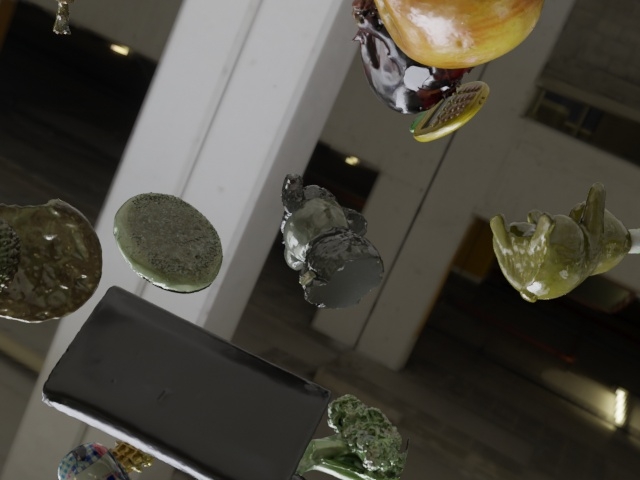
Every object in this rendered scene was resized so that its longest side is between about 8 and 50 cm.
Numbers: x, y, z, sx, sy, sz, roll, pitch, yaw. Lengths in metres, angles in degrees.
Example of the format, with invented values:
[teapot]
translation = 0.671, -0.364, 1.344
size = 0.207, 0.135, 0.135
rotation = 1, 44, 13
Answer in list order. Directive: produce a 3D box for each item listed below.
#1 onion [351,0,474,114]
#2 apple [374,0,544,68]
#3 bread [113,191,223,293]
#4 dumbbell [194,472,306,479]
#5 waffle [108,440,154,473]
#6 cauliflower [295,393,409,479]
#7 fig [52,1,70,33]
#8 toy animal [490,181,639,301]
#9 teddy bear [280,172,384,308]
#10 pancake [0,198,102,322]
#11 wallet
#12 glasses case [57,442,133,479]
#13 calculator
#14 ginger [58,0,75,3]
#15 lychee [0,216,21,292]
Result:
[onion]
translation = 0.190, -0.370, 1.853
size = 0.281, 0.281, 0.221
rotation = 19, -130, -22
[apple]
translation = 0.191, -0.388, 1.384
size = 0.233, 0.286, 0.286
rotation = -21, -164, 0
[bread]
translation = -0.326, -0.002, 2.068
size = 0.267, 0.040, 0.267
rotation = 22, -138, -22
[dumbbell]
translation = -0.126, 0.452, 1.767
size = 0.325, 0.143, 0.143
rotation = 36, -164, 29
[waffle]
translation = -0.479, 0.516, 2.326
size = 0.192, 0.046, 0.160
rotation = -17, -149, -9
[cauliflower]
translation = 0.061, 0.502, 2.261
size = 0.316, 0.238, 0.256
rotation = -2, -174, -25
[fig]
translation = -0.332, -0.372, 1.237
size = 0.160, 0.230, 0.143
rotation = 27, -161, -7
[toy animal]
translation = 0.489, -0.009, 1.788
size = 0.363, 0.180, 0.181
rotation = -18, 180, -35
[teddy bear]
translation = 0.015, 0.011, 1.603
size = 0.171, 0.144, 0.251
rotation = 13, -148, -32
[pancake]
translation = -0.485, 0.033, 1.582
size = 0.236, 0.222, 0.042
rotation = -23, -165, -10
[wallet]
translation = -0.206, 0.246, 1.497
size = 0.406, 0.228, 0.062
rotation = 27, 147, 3
[glasses case]
translation = -0.456, 0.593, 2.116
size = 0.327, 0.125, 0.076
rotation = 59, 180, -16
[calculator]
translation = 0.260, -0.261, 1.941
size = 0.032, 0.146, 0.235
rotation = 43, 160, -16
[ginger]
translation = -0.313, -0.306, 1.141
size = 0.030, 0.048, 0.097
rotation = -30, -160, -23
[lychee]
translation = -0.512, 0.025, 1.367
size = 0.171, 0.171, 0.171
rotation = 23, -169, -5
